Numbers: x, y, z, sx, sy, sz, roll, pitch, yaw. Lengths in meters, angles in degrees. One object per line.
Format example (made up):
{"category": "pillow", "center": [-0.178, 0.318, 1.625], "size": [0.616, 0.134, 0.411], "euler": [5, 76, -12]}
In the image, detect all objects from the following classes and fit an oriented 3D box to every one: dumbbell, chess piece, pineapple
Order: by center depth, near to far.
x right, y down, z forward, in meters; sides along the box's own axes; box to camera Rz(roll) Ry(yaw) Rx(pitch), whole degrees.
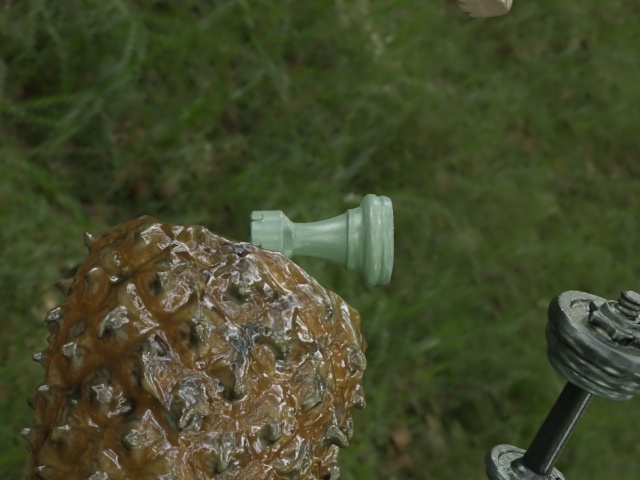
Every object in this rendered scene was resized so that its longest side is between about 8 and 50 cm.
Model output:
{"category": "pineapple", "center": [-0.098, 0.172, 0.778], "size": [0.165, 0.165, 0.364], "euler": [35, 71, -42]}
{"category": "chess piece", "center": [0.000, 0.000, 1.268], "size": [0.067, 0.103, 0.067], "euler": [180, -90, -86]}
{"category": "dumbbell", "center": [0.194, 0.148, 1.418], "size": [0.110, 0.254, 0.110], "euler": [23, 22, -10]}

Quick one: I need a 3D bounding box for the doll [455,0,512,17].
{"category": "doll", "center": [0.151, -0.338, 1.574], "size": [0.154, 0.119, 0.278], "euler": [54, 41, -46]}
